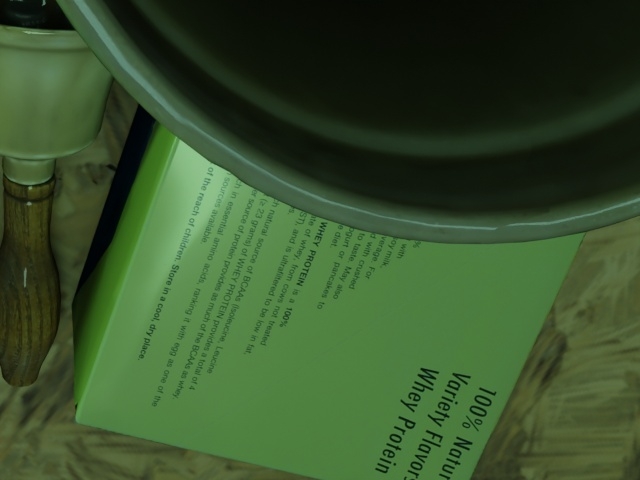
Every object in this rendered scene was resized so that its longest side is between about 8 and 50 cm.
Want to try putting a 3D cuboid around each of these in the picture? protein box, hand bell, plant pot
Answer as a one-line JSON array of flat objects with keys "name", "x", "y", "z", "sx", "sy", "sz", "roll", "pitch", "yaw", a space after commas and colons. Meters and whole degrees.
[{"name": "protein box", "x": 0.000, "y": 0.000, "z": 0.640, "sx": 0.201, "sy": 0.136, "sz": 0.200, "roll": 16, "pitch": 108, "yaw": -17}, {"name": "hand bell", "x": -0.148, "y": -0.023, "z": 0.632, "sx": 0.126, "sy": 0.126, "sz": 0.242, "roll": 4, "pitch": 124, "yaw": -13}, {"name": "plant pot", "x": 0.036, "y": -0.199, "z": 0.484, "sx": 0.323, "sy": 0.280, "sz": 0.323, "roll": -5, "pitch": 114, "yaw": -11}]
